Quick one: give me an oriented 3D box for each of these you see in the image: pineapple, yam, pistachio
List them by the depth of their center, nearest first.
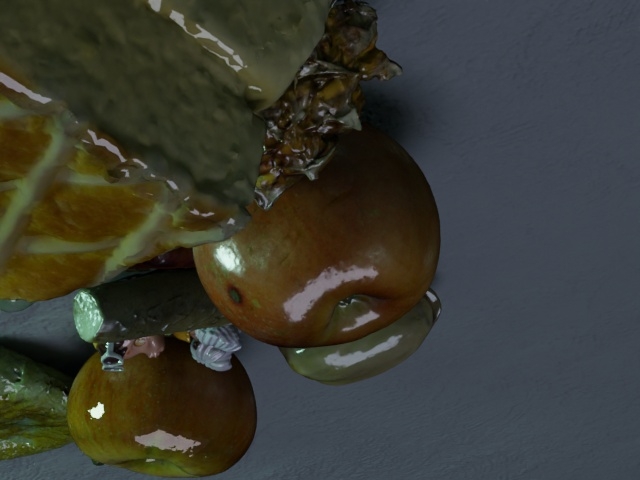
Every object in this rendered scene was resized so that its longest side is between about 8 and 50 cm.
[{"bbox_3d":[-0.074,-0.115,1.583,0.334,0.161,0.158,-15,169,27],"label":"pineapple"},{"bbox_3d":[-0.096,0.056,1.914,0.371,0.083,0.083,-12,155,-29],"label":"yam"},{"bbox_3d":[0.046,0.106,2.100,0.206,0.131,0.129,-21,-167,13],"label":"pistachio"}]

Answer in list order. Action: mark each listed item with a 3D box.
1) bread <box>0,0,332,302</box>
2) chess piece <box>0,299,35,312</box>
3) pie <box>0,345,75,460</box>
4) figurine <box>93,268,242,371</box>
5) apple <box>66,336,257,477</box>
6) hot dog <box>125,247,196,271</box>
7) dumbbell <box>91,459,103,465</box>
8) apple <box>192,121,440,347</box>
[{"bbox_3d":[-0.255,-0.154,1.295,0.371,0.279,0.390,34,146,-33],"label":"bread"},{"bbox_3d":[-0.419,0.053,1.913,0.271,0.139,0.139,-4,152,-28],"label":"chess piece"},{"bbox_3d":[-0.442,0.221,2.237,0.323,0.070,0.323,-5,152,-3],"label":"pie"},{"bbox_3d":[-0.156,0.089,2.013,0.240,0.116,0.175,-3,166,-5],"label":"figurine"},{"bbox_3d":[-0.198,0.204,2.149,0.235,0.173,0.210,16,161,-30],"label":"apple"},{"bbox_3d":[-0.195,-0.031,1.809,0.326,0.107,0.194,9,146,-27],"label":"hot dog"},{"bbox_3d":[-0.266,0.285,2.398,0.118,0.052,0.046,-7,156,1],"label":"dumbbell"},{"bbox_3d":[0.000,0.000,1.753,0.253,0.253,0.253,-5,150,-3],"label":"apple"}]
